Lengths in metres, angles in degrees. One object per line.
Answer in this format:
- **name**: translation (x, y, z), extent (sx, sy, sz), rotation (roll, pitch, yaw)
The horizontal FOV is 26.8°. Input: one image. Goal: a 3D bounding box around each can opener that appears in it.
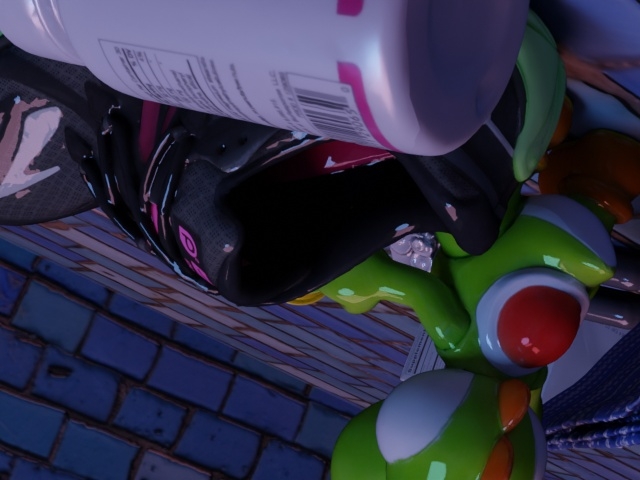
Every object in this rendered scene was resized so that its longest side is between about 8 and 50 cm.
- **can opener**: translation (0.188, 0.017, 1.295), extent (0.280, 0.074, 0.093), rotation (14, -160, 36)

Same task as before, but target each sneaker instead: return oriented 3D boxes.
- **sneaker**: translation (-0.082, -0.060, 0.898), extent (0.482, 0.202, 0.185), rotation (-5, 147, 32)

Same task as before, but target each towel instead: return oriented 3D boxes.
- **towel**: translation (0.270, 0.065, 0.992), extent (0.040, 0.243, 0.336), rotation (50, 167, 3)

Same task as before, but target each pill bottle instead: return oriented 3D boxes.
- **pill bottle**: translation (-0.042, -0.148, 0.740), extent (0.283, 0.160, 0.160), rotation (14, 165, 29)

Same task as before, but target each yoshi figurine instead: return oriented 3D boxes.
- **yoshi figurine**: translation (0.098, 0.077, 0.969), extent (0.203, 0.362, 0.203), rotation (15, 163, 18)

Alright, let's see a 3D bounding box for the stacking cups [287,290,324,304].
- **stacking cups**: translation (0.000, 0.000, 1.452), extent (0.096, 0.096, 0.316), rotation (23, 166, -5)

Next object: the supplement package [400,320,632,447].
- **supplement package**: translation (0.230, 0.134, 1.515), extent (0.139, 0.134, 0.244), rotation (29, 165, -30)
